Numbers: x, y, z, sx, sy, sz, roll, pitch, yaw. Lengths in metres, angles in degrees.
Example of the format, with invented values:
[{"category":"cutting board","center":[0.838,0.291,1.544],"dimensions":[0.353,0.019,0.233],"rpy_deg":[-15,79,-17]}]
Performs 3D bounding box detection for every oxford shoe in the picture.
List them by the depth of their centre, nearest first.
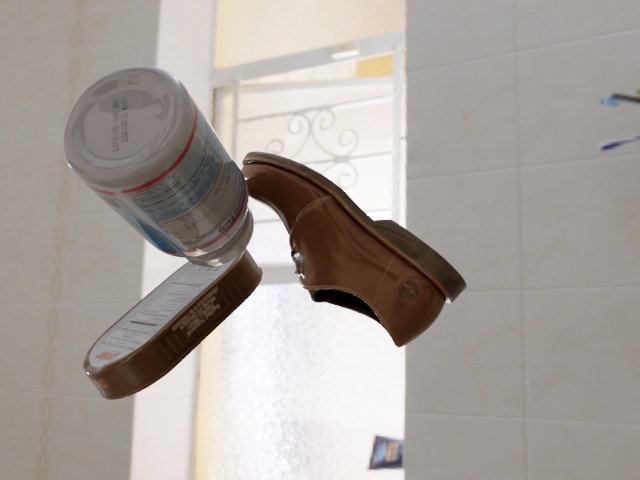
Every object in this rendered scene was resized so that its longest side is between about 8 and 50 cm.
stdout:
[{"category":"oxford shoe","center":[0.000,0.000,0.539],"dimensions":[0.076,0.212,0.076],"rpy_deg":[-50,-35,-5]}]

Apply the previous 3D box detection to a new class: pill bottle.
[{"category":"pill bottle","center":[-0.102,-0.041,0.515],"dimensions":[0.160,0.087,0.087],"rpy_deg":[61,-145,-62]}]

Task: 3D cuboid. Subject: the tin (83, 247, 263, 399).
[{"category":"tin","center":[-0.135,0.068,0.680],"dimensions":[0.190,0.106,0.040],"rpy_deg":[-44,-69,-31]}]
